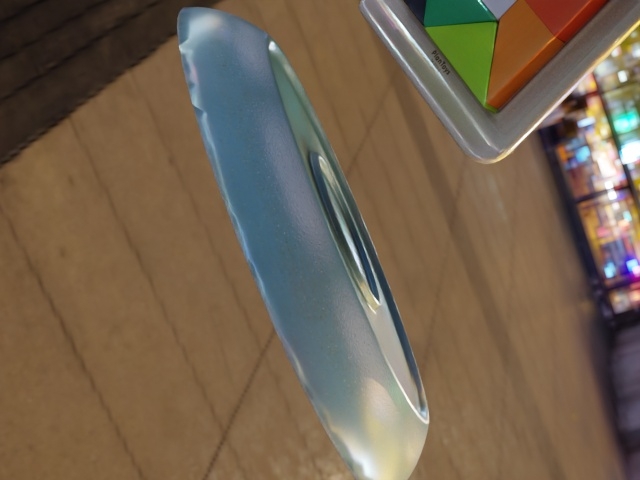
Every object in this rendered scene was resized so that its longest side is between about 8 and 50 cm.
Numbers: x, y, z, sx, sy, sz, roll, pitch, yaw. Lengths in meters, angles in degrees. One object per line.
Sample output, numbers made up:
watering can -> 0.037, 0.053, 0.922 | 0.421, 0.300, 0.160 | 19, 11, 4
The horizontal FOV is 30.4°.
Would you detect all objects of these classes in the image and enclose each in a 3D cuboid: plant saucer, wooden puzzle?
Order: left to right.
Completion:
plant saucer -> 0.000, 0.000, 0.712 | 0.317, 0.044, 0.317 | -23, 90, -83
wooden puzzle -> 0.158, -0.214, 0.964 | 0.044, 0.239, 0.221 | 23, 30, -51
